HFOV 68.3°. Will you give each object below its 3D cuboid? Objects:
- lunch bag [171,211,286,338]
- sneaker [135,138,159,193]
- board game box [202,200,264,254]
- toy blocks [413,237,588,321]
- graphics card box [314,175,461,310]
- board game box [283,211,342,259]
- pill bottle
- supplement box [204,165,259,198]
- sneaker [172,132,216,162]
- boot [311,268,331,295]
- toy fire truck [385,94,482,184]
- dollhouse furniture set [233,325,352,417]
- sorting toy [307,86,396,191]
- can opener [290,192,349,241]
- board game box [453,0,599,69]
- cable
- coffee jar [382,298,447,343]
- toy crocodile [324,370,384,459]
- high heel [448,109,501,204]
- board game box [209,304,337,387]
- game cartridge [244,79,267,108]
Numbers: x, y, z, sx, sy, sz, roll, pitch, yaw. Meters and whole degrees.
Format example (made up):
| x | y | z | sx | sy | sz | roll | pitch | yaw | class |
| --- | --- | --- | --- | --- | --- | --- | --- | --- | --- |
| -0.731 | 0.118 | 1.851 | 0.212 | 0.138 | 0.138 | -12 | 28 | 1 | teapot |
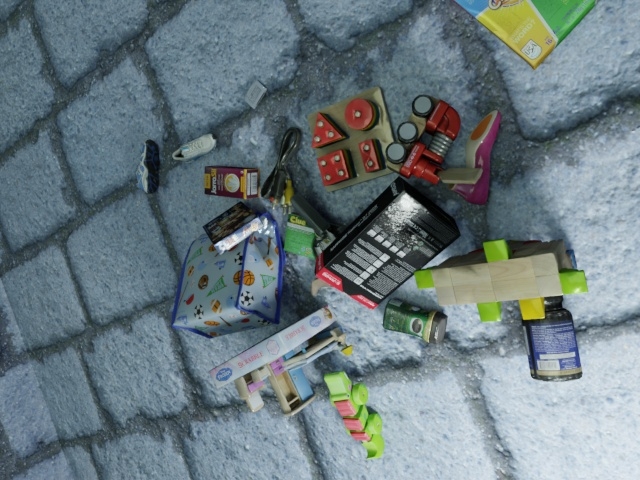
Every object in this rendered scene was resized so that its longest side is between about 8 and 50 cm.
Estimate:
| x | y | z | sx | sy | sz | roll | pitch | yaw | class |
| --- | --- | --- | --- | --- | --- | --- | --- | --- | --- |
| -0.300 | 0.111 | 1.611 | 0.327 | 0.239 | 0.386 | -18 | 57 | 29 | lunch bag |
| -0.688 | -0.293 | 1.850 | 0.081 | 0.080 | 0.211 | 15 | 104 | 22 | sneaker |
| -0.293 | -0.047 | 1.552 | 0.165 | 0.243 | 0.042 | -35 | 115 | -10 | board game box |
| 0.471 | 0.069 | 1.198 | 0.381 | 0.260 | 0.191 | -12 | 95 | 37 | toy blocks |
| 0.185 | 0.020 | 1.361 | 0.232 | 0.094 | 0.371 | 33 | 120 | -21 | graphics card box |
| 0.000 | 0.000 | 1.559 | 0.259 | 0.030 | 0.136 | 17 | 108 | 25 | board game box |
| 0.591 | 0.244 | 1.217 | 0.122 | 0.122 | 0.219 | -10 | 82 | 29 | pill bottle |
| -0.313 | -0.207 | 1.661 | 0.188 | 0.080 | 0.104 | 8 | 103 | 27 | supplement box |
| -0.463 | -0.333 | 1.721 | 0.190 | 0.083 | 0.072 | -24 | 86 | 28 | sneaker |
| 0.017 | 0.140 | 1.568 | 0.086 | 0.042 | 0.119 | 14 | 112 | 18 | boot |
| 0.321 | -0.247 | 1.258 | 0.246 | 0.158 | 0.217 | 30 | 94 | 10 | toy fire truck |
| -0.056 | 0.446 | 1.518 | 0.303 | 0.286 | 0.198 | -31 | 83 | 40 | dollhouse furniture set |
| 0.086 | -0.300 | 1.424 | 0.257 | 0.089 | 0.256 | -14 | 92 | 30 | sorting toy |
| 0.018 | -0.049 | 1.496 | 0.280 | 0.074 | 0.093 | 43 | 80 | 14 | can opener |
| 0.499 | -0.622 | 1.159 | 0.316 | 0.064 | 0.242 | 47 | 116 | 14 | board game box |
| -0.124 | -0.234 | 1.586 | 0.139 | 0.072 | 0.288 | 16 | 94 | 43 | cable |
| 0.285 | 0.243 | 1.417 | 0.184 | 0.079 | 0.096 | 14 | 103 | 27 | coffee jar |
| 0.110 | 0.561 | 1.524 | 0.115 | 0.105 | 0.341 | -14 | 113 | 29 | toy crocodile |
| 0.447 | -0.219 | 1.270 | 0.117 | 0.082 | 0.244 | 23 | 94 | -17 | high heel |
| -0.146 | 0.338 | 1.531 | 0.318 | 0.318 | 0.066 | -33 | 82 | 28 | board game box |
| -0.221 | -0.497 | 1.599 | 0.056 | 0.017 | 0.083 | 45 | 116 | 11 | game cartridge |
